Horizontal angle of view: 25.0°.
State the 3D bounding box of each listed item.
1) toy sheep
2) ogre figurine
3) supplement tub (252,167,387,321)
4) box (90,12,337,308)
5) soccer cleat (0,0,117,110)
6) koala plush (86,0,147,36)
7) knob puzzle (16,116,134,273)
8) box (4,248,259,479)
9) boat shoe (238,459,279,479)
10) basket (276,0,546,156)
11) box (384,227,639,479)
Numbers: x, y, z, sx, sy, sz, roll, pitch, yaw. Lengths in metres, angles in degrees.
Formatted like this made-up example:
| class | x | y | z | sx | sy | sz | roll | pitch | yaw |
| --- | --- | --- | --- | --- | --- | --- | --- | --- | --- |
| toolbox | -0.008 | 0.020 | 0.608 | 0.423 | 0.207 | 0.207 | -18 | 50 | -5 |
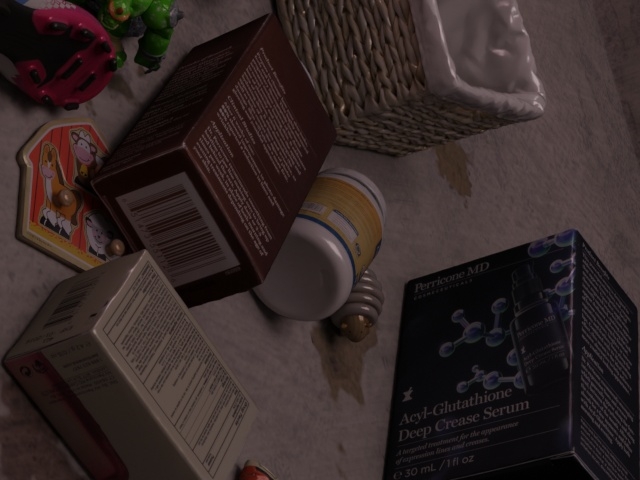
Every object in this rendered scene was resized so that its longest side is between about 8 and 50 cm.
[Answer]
| class | x | y | z | sx | sy | sz | roll | pitch | yaw |
| --- | --- | --- | --- | --- | --- | --- | --- | --- | --- |
| toy sheep | 0.046 | 0.078 | 1.981 | 0.091 | 0.091 | 0.132 | 33 | 43 | -47 |
| ogre figurine | -0.242 | -0.271 | 1.638 | 0.197 | 0.118 | 0.097 | 49 | 48 | -12 |
| supplement tub | 0.000 | 0.000 | 1.888 | 0.144 | 0.144 | 0.200 | 61 | 31 | -16 |
| box | -0.115 | -0.103 | 1.738 | 0.191 | 0.143 | 0.381 | 61 | 28 | -21 |
| soccer cleat | -0.334 | -0.241 | 1.514 | 0.143 | 0.116 | 0.331 | 48 | 10 | 23 |
| koala plush | -0.186 | -0.368 | 1.721 | 0.196 | 0.221 | 0.203 | -23 | 93 | -61 |
| knob puzzle | -0.259 | -0.057 | 1.608 | 0.213 | 0.030 | 0.213 | 36 | 44 | -44 |
| box | -0.190 | 0.152 | 1.499 | 0.232 | 0.126 | 0.149 | 58 | 32 | -22 |
| boat shoe | -0.048 | 0.311 | 1.725 | 0.137 | 0.049 | 0.043 | 42 | 38 | -33 |
| basket | 0.130 | -0.313 | 2.168 | 0.328 | 0.266 | 0.331 | 5 | 68 | -58 |
| box | 0.282 | 0.224 | 2.072 | 0.212 | 0.293 | 0.396 | 47 | 36 | -35 |
